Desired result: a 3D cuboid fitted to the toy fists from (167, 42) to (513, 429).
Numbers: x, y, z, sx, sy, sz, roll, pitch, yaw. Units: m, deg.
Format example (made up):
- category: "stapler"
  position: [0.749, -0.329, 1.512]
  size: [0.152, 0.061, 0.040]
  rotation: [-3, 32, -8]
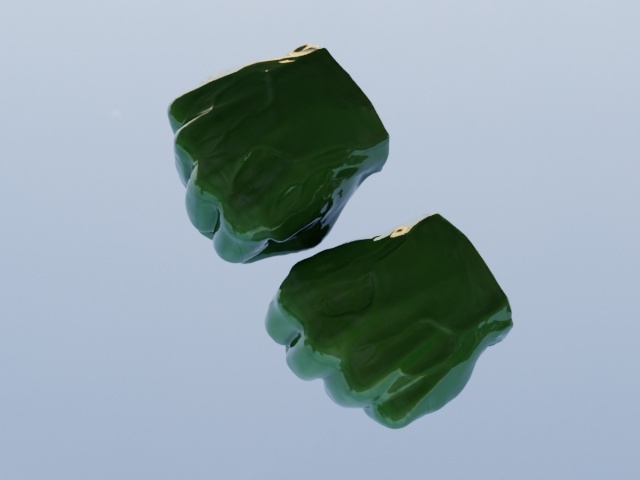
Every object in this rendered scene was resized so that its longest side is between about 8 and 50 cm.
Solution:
- category: "toy fists"
  position: [0.000, 0.000, 0.949]
  size: [0.142, 0.096, 0.279]
  rotation: [-29, -100, -32]
